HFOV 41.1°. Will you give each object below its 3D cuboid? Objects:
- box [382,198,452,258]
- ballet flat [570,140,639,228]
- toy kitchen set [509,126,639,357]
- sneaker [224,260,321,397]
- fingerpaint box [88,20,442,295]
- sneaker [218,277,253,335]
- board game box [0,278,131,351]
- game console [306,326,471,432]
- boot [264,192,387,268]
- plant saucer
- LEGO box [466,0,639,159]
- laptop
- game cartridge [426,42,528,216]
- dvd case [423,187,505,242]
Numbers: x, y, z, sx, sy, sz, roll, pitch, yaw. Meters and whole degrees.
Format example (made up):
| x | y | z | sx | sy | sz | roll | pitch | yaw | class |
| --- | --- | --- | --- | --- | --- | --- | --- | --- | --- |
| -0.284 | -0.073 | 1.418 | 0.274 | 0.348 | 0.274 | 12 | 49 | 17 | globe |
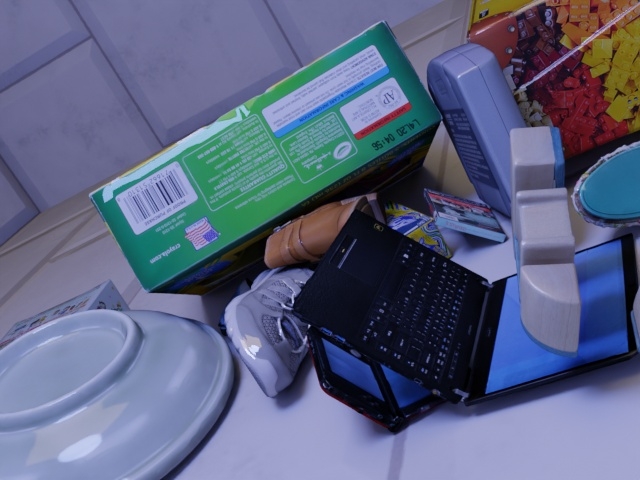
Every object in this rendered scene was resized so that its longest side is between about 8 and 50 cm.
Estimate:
| x | y | z | sx | sy | sz | roll | pitch | yaw | class |
| --- | --- | --- | --- | --- | --- | --- | --- | --- | --- |
| 0.106 | -0.006 | 1.112 | 0.054 | 0.059 | 0.169 | -33 | 17 | -8 | box |
| 0.364 | -0.076 | 0.886 | 0.241 | 0.091 | 0.077 | -28 | -13 | -6 | ballet flat |
| 0.247 | 0.012 | 0.710 | 0.166 | 0.122 | 0.207 | -2 | 45 | 11 | toy kitchen set |
| -0.034 | 0.081 | 1.024 | 0.115 | 0.105 | 0.281 | -26 | 17 | 15 | sneaker |
| -0.059 | -0.090 | 1.260 | 0.444 | 0.163 | 0.371 | -30 | -5 | 0 | fingerpaint box |
| -0.102 | 0.112 | 1.161 | 0.073 | 0.063 | 0.162 | -47 | 12 | 7 | sneaker |
| -0.456 | 0.206 | 1.389 | 0.224 | 0.097 | 0.303 | -24 | 20 | 18 | board game box |
| 0.063 | 0.112 | 0.828 | 0.085 | 0.124 | 0.144 | -56 | 14 | 9 | game console |
| 0.000 | 0.000 | 1.036 | 0.152 | 0.073 | 0.197 | -19 | 5 | 12 | boot |
| -0.308 | 0.183 | 1.039 | 0.400 | 0.101 | 0.400 | -15 | 26 | 8 | plant saucer |
| 0.415 | -0.322 | 1.179 | 0.372 | 0.193 | 0.500 | -22 | 18 | 20 | LEGO box |
| 0.143 | 0.030 | 0.801 | 0.137 | 0.264 | 0.234 | -63 | -4 | 29 | laptop |
| 0.190 | -0.131 | 1.000 | 0.062 | 0.198 | 0.297 | -21 | 7 | 4 | game cartridge |
| 0.176 | -0.033 | 1.057 | 0.087 | 0.013 | 0.119 | 15 | 18 | -6 | dvd case |
